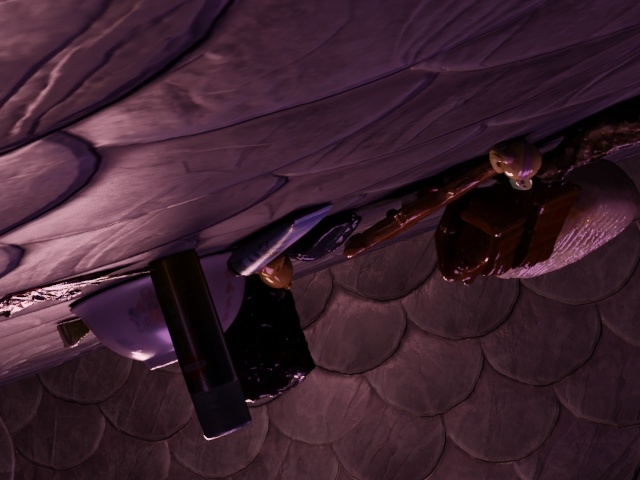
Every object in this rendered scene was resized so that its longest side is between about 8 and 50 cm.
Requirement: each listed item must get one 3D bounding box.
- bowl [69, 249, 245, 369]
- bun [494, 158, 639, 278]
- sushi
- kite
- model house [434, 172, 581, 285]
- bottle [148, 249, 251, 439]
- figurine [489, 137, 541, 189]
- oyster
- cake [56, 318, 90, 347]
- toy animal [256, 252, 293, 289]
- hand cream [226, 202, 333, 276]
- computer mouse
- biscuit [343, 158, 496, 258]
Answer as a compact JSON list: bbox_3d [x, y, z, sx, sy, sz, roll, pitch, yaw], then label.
[{"bbox_3d":[-0.270,0.142,1.712,0.345,0.157,0.345,-19,175,-2],"label":"bowl"},{"bbox_3d":[0.501,-0.069,2.027,0.365,0.219,0.365,-23,160,-9],"label":"bun"},{"bbox_3d":[-0.180,0.213,2.064,0.299,0.294,0.281,-20,176,3],"label":"sushi"},{"bbox_3d":[-0.406,0.087,1.351,0.321,0.016,0.234,-20,176,4],"label":"kite"},{"bbox_3d":[0.346,-0.044,1.737,0.199,0.220,0.229,-4,160,-37],"label":"model house"},{"bbox_3d":[-0.186,0.162,1.447,0.082,0.286,0.082,-19,176,-1],"label":"bottle"},{"bbox_3d":[0.325,-0.125,1.527,0.083,0.083,0.187,-20,174,17],"label":"figurine"},{"bbox_3d":[0.484,-0.183,1.550,0.128,0.079,0.345,-42,-173,-35],"label":"oyster"},{"bbox_3d":[-0.495,0.171,1.969,0.051,0.055,0.140,-24,-169,39],"label":"cake"},{"bbox_3d":[-0.095,0.050,1.775,0.070,0.083,0.159,-33,167,3],"label":"toy animal"},{"bbox_3d":[-0.079,-0.001,1.525,0.088,0.055,0.256,-21,171,-41],"label":"hand cream"},{"bbox_3d":[0.000,0.000,1.730,0.192,0.062,0.105,-21,176,43],"label":"computer mouse"},{"bbox_3d":[0.193,-0.072,1.675,0.216,0.047,0.339,-27,175,-42],"label":"biscuit"}]
